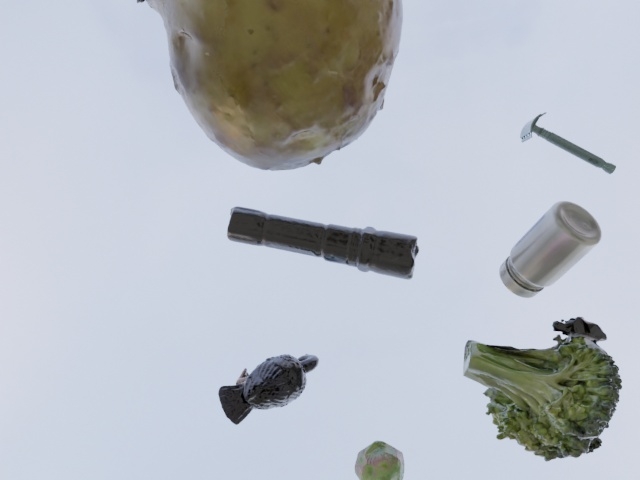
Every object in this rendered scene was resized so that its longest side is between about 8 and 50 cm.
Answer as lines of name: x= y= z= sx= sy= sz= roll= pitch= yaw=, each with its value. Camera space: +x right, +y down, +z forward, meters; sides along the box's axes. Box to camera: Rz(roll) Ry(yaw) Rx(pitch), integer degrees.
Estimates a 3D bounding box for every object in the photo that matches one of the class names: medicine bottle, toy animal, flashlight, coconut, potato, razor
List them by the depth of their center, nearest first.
potato: x=-0.020 y=-0.215 z=0.633 sx=0.289 sy=0.301 sz=0.237 roll=-39 pitch=-62 yaw=-5
coconut: x=0.098 y=0.374 z=1.004 sx=0.083 sy=0.082 sz=0.081 roll=-2 pitch=-87 yaw=5
medicine bottle: x=0.422 y=0.021 z=1.126 sx=0.103 sy=0.102 sz=0.186 roll=16 pitch=-43 yaw=-13
flashlight: x=0.000 y=0.000 z=1.314 sx=0.424 sy=0.103 sz=0.103 roll=11 pitch=-77 yaw=9
toy animal: x=-0.123 y=0.346 z=1.464 sx=0.186 sy=0.298 sz=0.122 roll=-19 pitch=-96 yaw=26
razor: x=0.605 y=-0.227 z=1.464 sx=0.232 sy=0.106 sz=0.068 roll=29 pitch=-85 yaw=3

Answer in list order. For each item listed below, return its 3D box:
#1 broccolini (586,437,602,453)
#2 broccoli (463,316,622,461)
broccolini: x=0.547 y=0.359 z=1.308 sx=0.068 sy=0.091 sz=0.202 roll=-14 pitch=-97 yaw=-3
broccoli: x=0.362 y=0.231 z=1.027 sx=0.244 sy=0.263 sz=0.246 roll=20 pitch=-93 yaw=5
